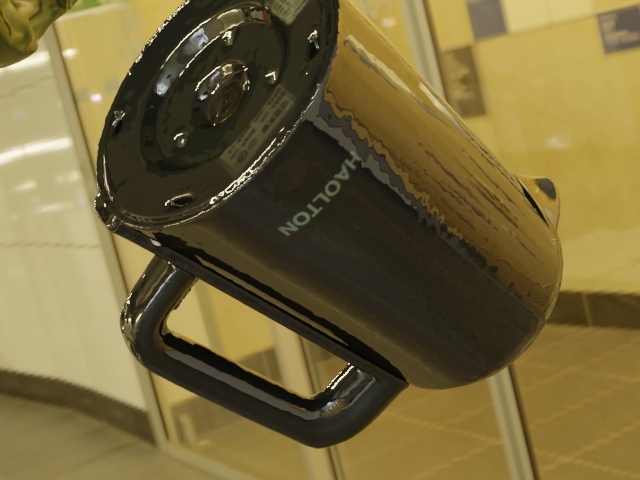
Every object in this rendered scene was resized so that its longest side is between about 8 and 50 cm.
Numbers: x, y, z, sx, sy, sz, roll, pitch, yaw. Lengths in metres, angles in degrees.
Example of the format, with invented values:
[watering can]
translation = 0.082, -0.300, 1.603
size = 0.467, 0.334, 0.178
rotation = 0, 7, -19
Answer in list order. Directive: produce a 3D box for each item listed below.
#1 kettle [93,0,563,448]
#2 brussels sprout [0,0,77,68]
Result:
[kettle]
translation = 0.011, -0.001, 0.841
size = 0.203, 0.262, 0.308
rotation = 4, -25, 45
[brussels sprout]
translation = -0.348, -0.334, 1.040
size = 0.315, 0.371, 0.276
rotation = 22, 25, 0
